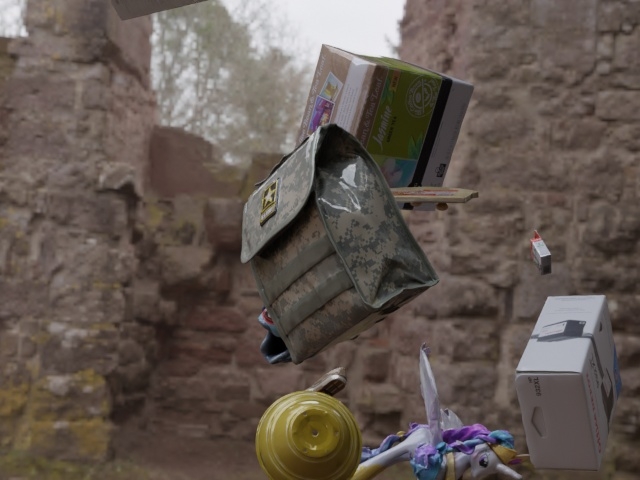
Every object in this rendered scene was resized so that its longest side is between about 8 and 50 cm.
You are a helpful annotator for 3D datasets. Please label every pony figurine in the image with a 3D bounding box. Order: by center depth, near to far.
[{"bbox_3d":[0.233,0.449,1.979,0.363,0.303,0.351,-29,35,5],"label":"pony figurine"}]

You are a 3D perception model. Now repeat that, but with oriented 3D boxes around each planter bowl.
[{"bbox_3d":[-0.016,0.388,1.815,0.217,0.217,0.090,3,-27,-8],"label":"planter bowl"}]

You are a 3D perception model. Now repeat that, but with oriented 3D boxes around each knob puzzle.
[{"bbox_3d":[0.169,-0.069,1.546,0.213,0.030,0.213,-1,8,0],"label":"knob puzzle"}]

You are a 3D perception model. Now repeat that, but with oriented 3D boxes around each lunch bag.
[{"bbox_3d":[0.000,0.000,1.359,0.169,0.287,0.235,-18,-14,-38],"label":"lunch bag"}]

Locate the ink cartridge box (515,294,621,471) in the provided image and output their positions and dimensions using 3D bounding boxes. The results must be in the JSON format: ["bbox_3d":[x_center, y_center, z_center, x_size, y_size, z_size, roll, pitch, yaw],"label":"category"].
[{"bbox_3d":[0.495,0.274,1.817,0.129,0.223,0.307,-4,22,28],"label":"ink cartridge box"}]

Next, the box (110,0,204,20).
[{"bbox_3d":[-0.391,-0.744,2.458,0.345,0.215,0.168,-7,-48,22],"label":"box"}]

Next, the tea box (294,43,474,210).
[{"bbox_3d":[0.141,-0.262,2.187,0.323,0.329,0.220,2,21,-37],"label":"tea box"}]

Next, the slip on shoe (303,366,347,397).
[{"bbox_3d":[0.007,0.312,1.964,0.051,0.041,0.135,33,-50,-17],"label":"slip on shoe"}]

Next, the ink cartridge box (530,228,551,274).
[{"bbox_3d":[0.554,0.029,2.346,0.029,0.063,0.115,-14,37,-2],"label":"ink cartridge box"}]

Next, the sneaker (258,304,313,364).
[{"bbox_3d":[-0.045,0.124,1.634,0.125,0.262,0.104,-16,41,-35],"label":"sneaker"}]
